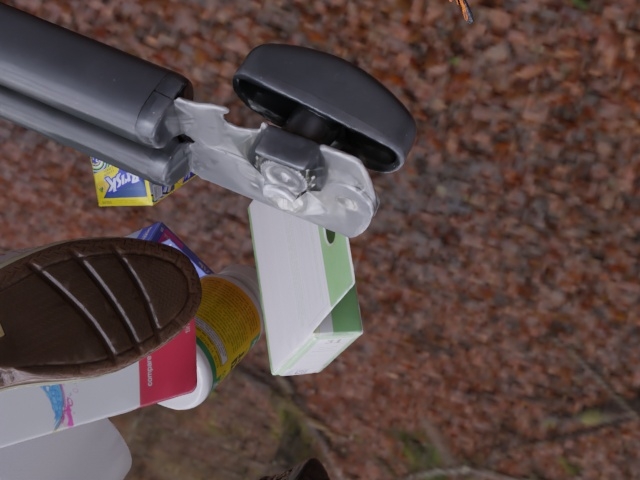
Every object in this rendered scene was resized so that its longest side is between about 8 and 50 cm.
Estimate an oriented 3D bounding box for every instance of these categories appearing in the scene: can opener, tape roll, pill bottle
[{"bbox_3d":[-0.086,-0.085,0.625,0.283,0.095,0.076,23,153,14],"label":"can opener"},{"bbox_3d":[-0.373,0.270,1.316,0.246,0.169,0.246,23,145,17],"label":"tape roll"},{"bbox_3d":[-0.145,0.115,1.404,0.117,0.208,0.118,12,121,21],"label":"pill bottle"}]

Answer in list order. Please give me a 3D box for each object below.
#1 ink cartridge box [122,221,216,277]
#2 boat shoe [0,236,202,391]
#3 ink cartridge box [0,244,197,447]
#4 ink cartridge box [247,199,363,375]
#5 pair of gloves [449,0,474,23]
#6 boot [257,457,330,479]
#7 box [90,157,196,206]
[{"bbox_3d":[-0.254,0.075,1.659,0.311,0.065,0.186,-18,126,43],"label":"ink cartridge box"},{"bbox_3d":[-0.211,0.057,0.741,0.257,0.095,0.095,-15,-176,-23],"label":"boat shoe"},{"bbox_3d":[-0.301,0.093,1.017,0.306,0.131,0.226,-9,-165,-43],"label":"ink cartridge box"},{"bbox_3d":[0.000,0.000,0.924,0.056,0.171,0.235,0,157,-21],"label":"ink cartridge box"},{"bbox_3d":[0.165,-0.307,1.351,0.083,0.010,0.074,61,-177,34],"label":"pair of gloves"},{"bbox_3d":[-0.101,0.332,1.219,0.178,0.085,0.236,-21,-173,27],"label":"boot"},{"bbox_3d":[-0.151,-0.082,1.043,0.059,0.054,0.169,0,-161,20],"label":"box"}]
